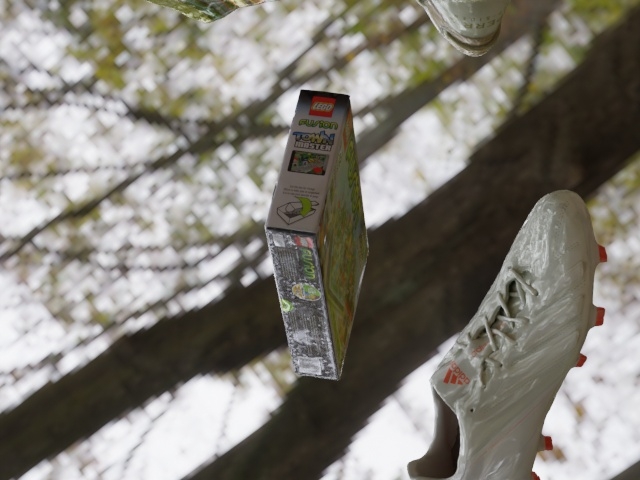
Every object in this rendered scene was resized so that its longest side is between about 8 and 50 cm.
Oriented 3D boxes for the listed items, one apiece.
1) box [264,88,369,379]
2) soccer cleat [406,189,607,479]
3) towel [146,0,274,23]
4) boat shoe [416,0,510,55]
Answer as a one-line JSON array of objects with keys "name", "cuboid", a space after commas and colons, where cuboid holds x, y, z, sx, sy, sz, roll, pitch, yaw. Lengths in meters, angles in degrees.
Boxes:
[{"name": "box", "cuboid": [0.000, 0.000, 1.398, 0.207, 0.036, 0.114, 81, -160, -59]}, {"name": "soccer cleat", "cuboid": [0.102, 0.063, 1.096, 0.076, 0.196, 0.068, 3, -151, -19]}, {"name": "towel", "cuboid": [-0.004, -0.148, 1.045, 0.102, 0.237, 0.021, 8, -101, -51]}, {"name": "boat shoe", "cuboid": [0.069, -0.256, 1.490, 0.089, 0.104, 0.285, 90, 167, -48]}]
